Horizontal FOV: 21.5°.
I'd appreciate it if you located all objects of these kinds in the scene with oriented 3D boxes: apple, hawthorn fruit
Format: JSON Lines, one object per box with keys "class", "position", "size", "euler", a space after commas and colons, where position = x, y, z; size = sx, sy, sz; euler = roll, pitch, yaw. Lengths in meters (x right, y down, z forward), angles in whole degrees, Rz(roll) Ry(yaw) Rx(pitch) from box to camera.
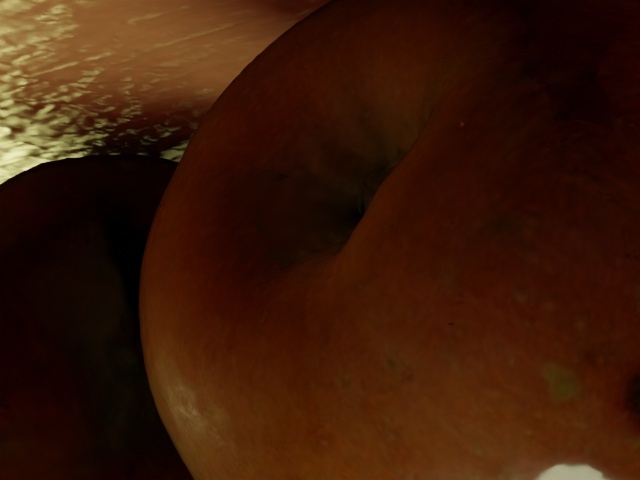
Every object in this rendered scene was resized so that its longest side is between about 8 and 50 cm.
{"class": "apple", "position": [0.067, 0.019, 0.542], "size": [0.253, 0.254, 0.253], "euler": [0, 168, 0]}
{"class": "hawthorn fruit", "position": [-0.080, 0.086, 0.791], "size": [0.267, 0.268, 0.301], "euler": [5, 162, -20]}
